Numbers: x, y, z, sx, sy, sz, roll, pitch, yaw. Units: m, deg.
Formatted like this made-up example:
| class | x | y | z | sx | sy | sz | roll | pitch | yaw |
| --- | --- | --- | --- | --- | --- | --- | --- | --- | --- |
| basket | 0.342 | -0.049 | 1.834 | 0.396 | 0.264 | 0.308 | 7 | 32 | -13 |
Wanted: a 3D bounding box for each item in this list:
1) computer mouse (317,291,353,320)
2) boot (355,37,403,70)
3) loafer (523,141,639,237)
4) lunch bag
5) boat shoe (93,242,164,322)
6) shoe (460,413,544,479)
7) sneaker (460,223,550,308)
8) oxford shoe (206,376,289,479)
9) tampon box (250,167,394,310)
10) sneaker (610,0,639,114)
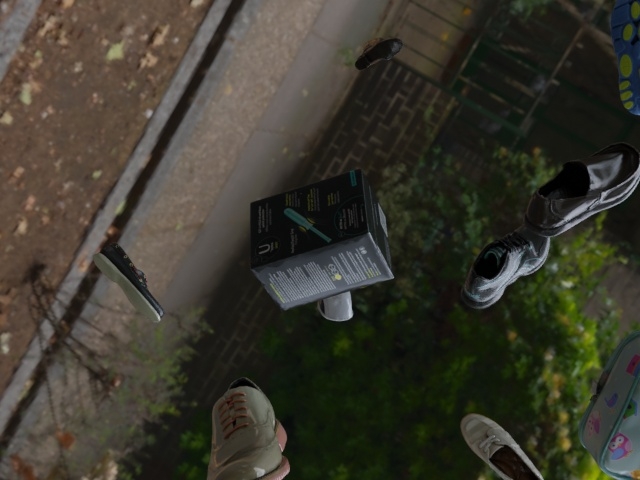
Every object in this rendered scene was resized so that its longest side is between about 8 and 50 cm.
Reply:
| class | x | y | z | sx | sy | sz | roll | pitch | yaw |
| --- | --- | --- | --- | --- | --- | --- | --- | --- | --- |
| computer mouse | 0.023 | 0.092 | 1.684 | 0.193 | 0.106 | 0.042 | -114 | -150 | -59 |
| boot | 0.119 | -0.377 | 1.659 | 0.106 | 0.037 | 0.114 | -21 | -160 | 23 |
| loafer | 0.393 | -0.085 | 1.247 | 0.220 | 0.080 | 0.078 | -34 | 143 | -20 |
| lunch bag | 0.524 | 0.262 | 1.243 | 0.108 | 0.279 | 0.224 | -102 | -150 | -68 |
| boat shoe | -0.266 | 0.059 | 1.218 | 0.042 | 0.133 | 0.049 | -40 | 177 | -35 |
| shoe | 0.368 | 0.427 | 1.688 | 0.076 | 0.219 | 0.058 | -44 | 169 | -9 |
| sneaker | 0.410 | 0.037 | 1.843 | 0.267 | 0.101 | 0.106 | -43 | 147 | -21 |
| oxford shoe | -0.141 | 0.331 | 1.427 | 0.140 | 0.147 | 0.397 | -22 | -177 | -3 |
| tampon box | 0.000 | 0.000 | 1.113 | 0.101 | 0.161 | 0.120 | 58 | 21 | -45 |
| sneaker | 0.453 | -0.273 | 1.199 | 0.078 | 0.067 | 0.188 | -27 | 114 | -47 |
